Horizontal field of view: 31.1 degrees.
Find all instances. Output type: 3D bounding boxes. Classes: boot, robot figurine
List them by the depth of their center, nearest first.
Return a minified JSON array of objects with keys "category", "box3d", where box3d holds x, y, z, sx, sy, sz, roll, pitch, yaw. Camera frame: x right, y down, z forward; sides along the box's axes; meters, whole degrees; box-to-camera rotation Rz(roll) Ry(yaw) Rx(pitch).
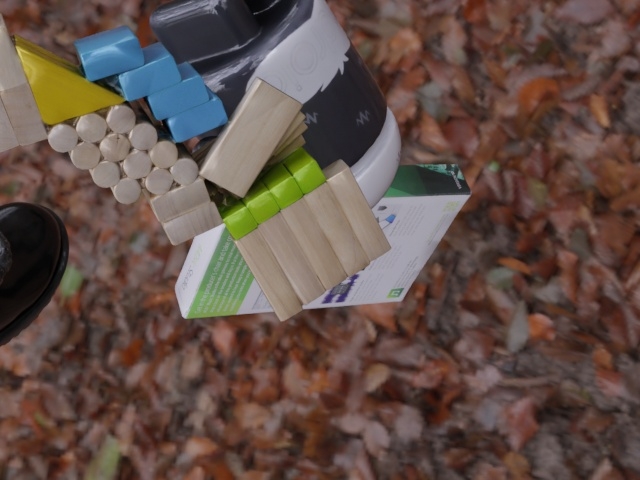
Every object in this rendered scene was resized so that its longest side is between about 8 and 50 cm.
[{"category":"robot figurine","box3d":[-0.040,-0.132,1.080,0.209,0.278,0.173,-39,32,-6]},{"category":"boot","box3d":[-0.373,0.029,1.223,0.348,0.131,0.260,-55,-1,-39]}]

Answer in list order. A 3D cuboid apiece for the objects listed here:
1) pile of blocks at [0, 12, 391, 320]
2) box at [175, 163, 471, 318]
[{"category":"pile of blocks","box3d":[-0.109,-0.082,0.866,0.149,0.362,0.112,-54,29,8]},{"category":"box","box3d":[0.000,0.000,1.432,0.232,0.322,0.058,-62,42,45]}]
